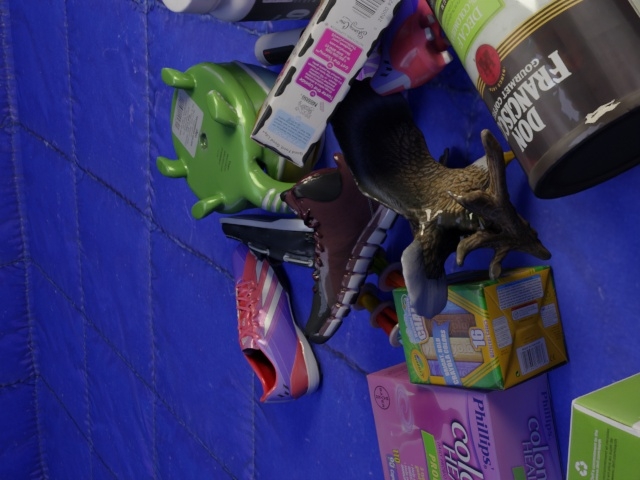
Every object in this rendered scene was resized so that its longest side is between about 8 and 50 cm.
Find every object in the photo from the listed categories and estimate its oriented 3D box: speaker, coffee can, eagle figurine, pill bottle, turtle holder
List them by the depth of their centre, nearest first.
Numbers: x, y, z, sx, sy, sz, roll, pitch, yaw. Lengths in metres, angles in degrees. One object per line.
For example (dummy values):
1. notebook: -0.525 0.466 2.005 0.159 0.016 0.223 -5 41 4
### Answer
1. coffee can: 0.242 -0.209 0.824 0.201 0.201 0.275 -48 61 50
2. eagle figurine: 0.137 -0.058 0.978 0.298 0.225 0.226 33 121 53
3. pill bottle: -0.081 -0.391 1.149 0.161 0.283 0.161 23 118 50
4. turtle holder: -0.100 -0.165 1.301 0.320 0.227 0.243 14 110 52
5. speaker: -0.051 -0.317 1.334 0.136 0.055 0.055 10 108 53

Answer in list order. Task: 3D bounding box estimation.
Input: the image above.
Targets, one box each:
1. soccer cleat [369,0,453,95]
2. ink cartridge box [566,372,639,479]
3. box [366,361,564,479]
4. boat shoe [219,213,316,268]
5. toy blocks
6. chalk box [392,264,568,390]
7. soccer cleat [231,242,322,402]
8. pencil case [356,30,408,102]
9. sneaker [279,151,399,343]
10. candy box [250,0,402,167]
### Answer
1. soccer cleat: 0.111 -0.262 0.989 0.095 0.248 0.083 -26 122 28
2. ink cartridge box: 0.344 0.150 0.807 0.097 0.189 0.255 17 113 53
3. box: 0.196 0.283 1.121 0.243 0.117 0.213 -4 97 55
4. boat shoe: -0.080 0.001 1.426 0.302 0.114 0.091 5 99 55
5. toy blocks: 0.114 0.095 1.231 0.148 0.054 0.123 41 132 41
6. chalk box: 0.188 0.110 1.063 0.213 0.132 0.132 -7 95 54
7. soccer cleat: -0.109 0.147 1.510 0.108 0.116 0.318 -45 64 51
8. pencil case: 0.072 -0.224 1.107 0.086 0.088 0.206 34 149 38
9. sneaker: 0.000 0.000 1.179 0.106 0.162 0.281 -83 18 -78
10. candy box: 0.009 -0.213 0.926 0.233 0.071 0.159 -59 11 15
